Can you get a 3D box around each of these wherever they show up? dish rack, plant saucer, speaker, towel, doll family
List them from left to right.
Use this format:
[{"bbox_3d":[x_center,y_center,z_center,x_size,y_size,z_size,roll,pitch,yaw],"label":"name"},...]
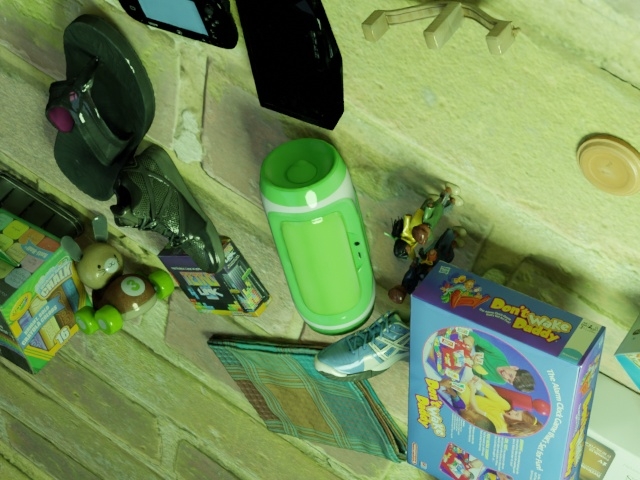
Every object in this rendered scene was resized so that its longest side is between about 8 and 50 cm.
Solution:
[{"bbox_3d":[-0.559,0.006,2.355,0.208,0.074,0.271,32,150,16],"label":"dish rack"},{"bbox_3d":[-0.027,0.285,2.170,0.370,0.040,0.271,1,131,47],"label":"towel"},{"bbox_3d":[0.000,0.000,1.686,0.131,0.131,0.296,19,144,31],"label":"speaker"},{"bbox_3d":[0.134,0.012,1.569,0.076,0.111,0.193,19,144,31],"label":"doll family"},{"bbox_3d":[0.325,-0.081,1.337,0.084,0.013,0.083,27,146,20],"label":"plant saucer"}]

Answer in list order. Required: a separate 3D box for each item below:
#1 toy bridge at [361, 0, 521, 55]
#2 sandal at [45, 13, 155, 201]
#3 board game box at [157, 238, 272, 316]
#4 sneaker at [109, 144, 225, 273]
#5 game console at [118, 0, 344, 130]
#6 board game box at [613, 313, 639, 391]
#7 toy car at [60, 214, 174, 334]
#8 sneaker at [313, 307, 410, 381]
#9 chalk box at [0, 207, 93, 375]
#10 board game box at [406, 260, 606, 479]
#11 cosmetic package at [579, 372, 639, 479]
[{"bbox_3d":[0.136,-0.234,1.294,0.188,0.063,0.026,14,141,39],"label":"toy bridge"},{"bbox_3d":[-0.357,-0.175,1.862,0.168,0.107,0.445,36,149,7],"label":"sandal"},{"bbox_3d":[-0.182,0.064,2.041,0.170,0.048,0.141,-1,132,48],"label":"board game box"},{"bbox_3d":[-0.250,-0.025,1.888,0.087,0.130,0.227,-16,109,55],"label":"sneaker"},{"bbox_3d":[-0.127,-0.275,1.548,0.361,0.044,0.213,22,145,28],"label":"game console"},{"bbox_3d":[0.527,0.168,1.365,0.224,0.097,0.303,51,149,-17],"label":"board game box"},{"bbox_3d":[-0.388,0.054,2.169,0.149,0.155,0.188,-6,115,50],"label":"toy car"},{"bbox_3d":[0.087,0.142,1.735,0.080,0.211,0.081,-127,25,-50],"label":"sneaker"},{"bbox_3d":[-0.568,0.074,2.205,0.180,0.179,0.289,27,148,24],"label":"chalk box"},{"bbox_3d":[0.235,0.214,1.582,0.233,0.078,0.347,23,138,25],"label":"board game box"},{"bbox_3d":[0.402,0.320,1.698,0.377,0.097,0.284,29,150,18],"label":"cosmetic package"}]
